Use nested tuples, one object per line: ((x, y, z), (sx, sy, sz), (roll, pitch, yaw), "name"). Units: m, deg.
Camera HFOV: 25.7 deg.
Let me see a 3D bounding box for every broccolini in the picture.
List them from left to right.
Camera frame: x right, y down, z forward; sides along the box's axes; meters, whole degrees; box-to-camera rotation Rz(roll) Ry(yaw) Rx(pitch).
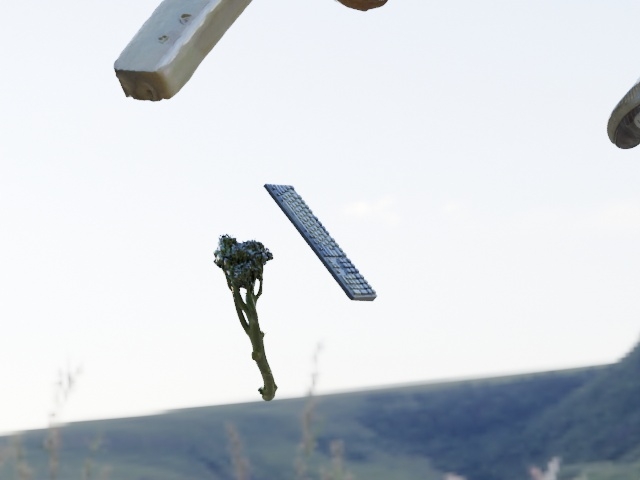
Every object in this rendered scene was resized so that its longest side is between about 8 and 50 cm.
((-0.065, 0.081, 1.297), (0.054, 0.194, 0.052), (-3, 31, 4), "broccolini")

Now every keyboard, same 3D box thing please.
((-0.001, 0.001, 1.595), (0.014, 0.176, 0.055), (-47, -24, 22), "keyboard")

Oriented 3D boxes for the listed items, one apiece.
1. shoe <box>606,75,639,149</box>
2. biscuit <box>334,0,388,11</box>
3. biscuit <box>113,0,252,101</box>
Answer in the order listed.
((0.500, -0.188, 2.023), (0.099, 0.112, 0.227), (-24, -25, -32), "shoe")
((0.016, -0.472, 1.936), (0.107, 0.325, 0.326), (-15, -10, -11), "biscuit")
((-0.114, -0.197, 1.271), (0.056, 0.188, 0.052), (14, -38, 27), "biscuit")
